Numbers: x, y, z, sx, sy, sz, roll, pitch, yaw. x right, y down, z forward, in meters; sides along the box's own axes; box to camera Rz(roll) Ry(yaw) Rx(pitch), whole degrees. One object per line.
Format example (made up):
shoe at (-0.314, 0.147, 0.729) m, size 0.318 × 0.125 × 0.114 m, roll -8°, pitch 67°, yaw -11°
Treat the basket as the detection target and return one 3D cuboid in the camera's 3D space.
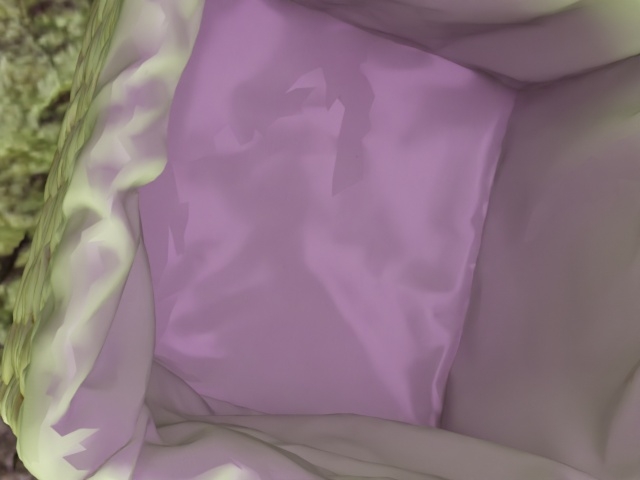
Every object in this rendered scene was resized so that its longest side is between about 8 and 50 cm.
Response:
basket at (0.030, -0.022, 0.569) m, size 0.331 × 0.266 × 0.328 m, roll 16°, pitch 79°, yaw -21°
